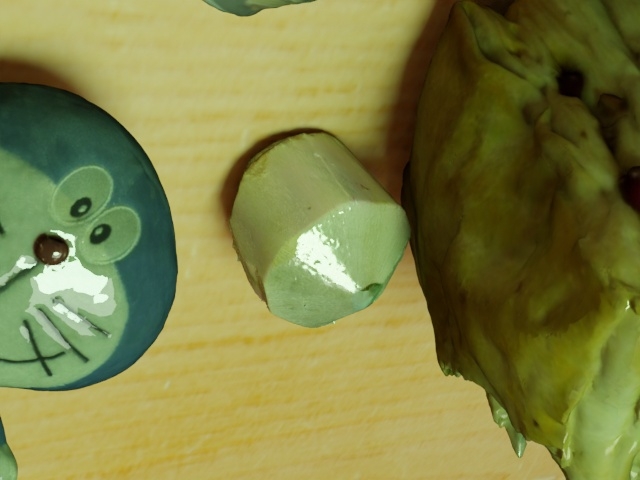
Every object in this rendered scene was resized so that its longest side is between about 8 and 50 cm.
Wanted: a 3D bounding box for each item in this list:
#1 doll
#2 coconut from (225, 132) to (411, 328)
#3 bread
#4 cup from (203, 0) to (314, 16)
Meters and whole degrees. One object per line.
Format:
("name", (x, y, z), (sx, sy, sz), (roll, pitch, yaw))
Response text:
("doll", (-0.203, 0.029, 0.686), (0.258, 0.154, 0.228), (-29, 107, 10))
("coconut", (0.000, 0.000, 0.844), (0.116, 0.122, 0.116), (-21, 141, -18))
("bread", (0.156, 0.006, 0.824), (0.191, 0.370, 0.314), (2, 137, -1))
("cup", (0.004, -0.249, 0.525), (0.257, 0.227, 0.301), (-30, 114, 16))
